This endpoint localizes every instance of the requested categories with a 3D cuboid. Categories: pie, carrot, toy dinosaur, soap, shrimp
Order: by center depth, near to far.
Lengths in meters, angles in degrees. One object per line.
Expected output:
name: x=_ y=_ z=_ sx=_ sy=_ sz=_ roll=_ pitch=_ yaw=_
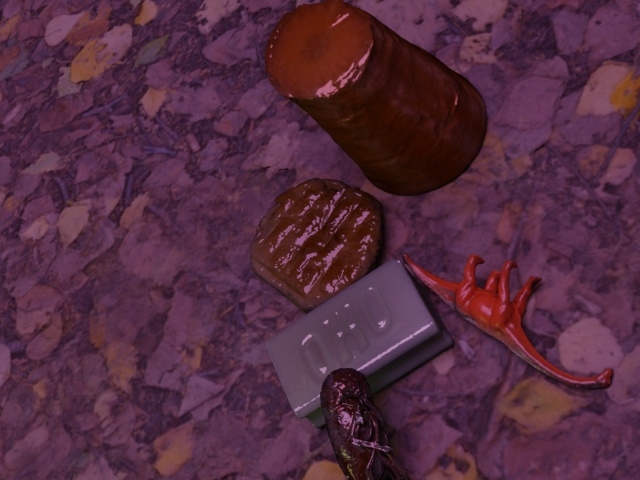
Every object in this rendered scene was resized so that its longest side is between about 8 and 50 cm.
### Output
shrimp: x=0.053 y=0.235 z=1.151 sx=0.073 sy=0.075 sz=0.190 roll=-22 pitch=76 yaw=10
toy dinosaur: x=0.212 y=0.077 z=1.173 sx=0.280 sy=0.055 sz=0.101 roll=23 pitch=87 yaw=35
soap: x=0.044 y=0.122 z=1.233 sx=0.198 sy=0.066 sz=0.119 roll=-34 pitch=55 yaw=9
carrot: x=0.073 y=-0.191 z=1.271 sx=0.196 sy=0.254 sz=0.196 roll=-14 pitch=62 yaw=27
pie: x=0.000 y=0.000 z=1.337 sx=0.195 sy=0.046 sz=0.195 roll=-13 pitch=60 yaw=24
